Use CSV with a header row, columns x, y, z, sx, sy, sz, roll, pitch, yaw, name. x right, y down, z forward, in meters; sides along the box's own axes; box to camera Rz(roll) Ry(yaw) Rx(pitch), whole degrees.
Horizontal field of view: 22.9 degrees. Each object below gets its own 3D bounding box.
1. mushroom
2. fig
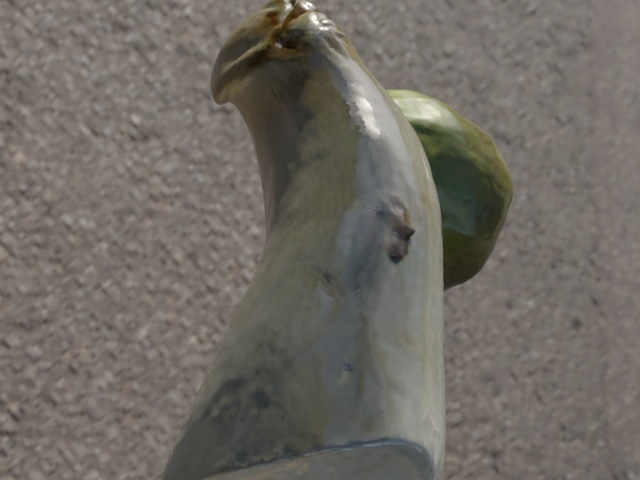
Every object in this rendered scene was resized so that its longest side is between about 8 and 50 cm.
x,y,z,sx,sy,sz,roll,pitch,yaw,name
0.000,-0.001,1.063,0.177,0.126,0.397,5,55,0,mushroom
0.055,-0.052,1.359,0.233,0.167,0.167,26,41,-25,fig
